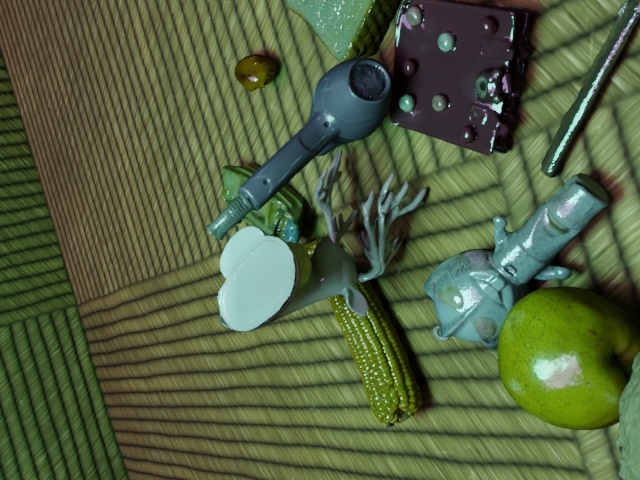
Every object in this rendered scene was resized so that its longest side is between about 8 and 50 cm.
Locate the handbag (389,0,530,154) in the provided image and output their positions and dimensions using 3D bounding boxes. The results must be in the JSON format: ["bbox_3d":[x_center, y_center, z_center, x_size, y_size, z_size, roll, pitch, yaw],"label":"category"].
[{"bbox_3d":[0.197,-0.242,0.993,0.216,0.074,0.203,30,126,43],"label":"handbag"}]

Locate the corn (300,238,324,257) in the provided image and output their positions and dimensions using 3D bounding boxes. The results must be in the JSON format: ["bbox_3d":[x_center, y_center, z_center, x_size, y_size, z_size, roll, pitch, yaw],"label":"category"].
[{"bbox_3d":[-0.036,0.047,1.384,0.207,0.068,0.068,-26,82,50],"label":"corn"}]

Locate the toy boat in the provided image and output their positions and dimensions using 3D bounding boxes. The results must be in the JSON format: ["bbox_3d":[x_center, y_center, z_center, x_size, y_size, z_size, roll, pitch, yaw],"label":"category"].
[{"bbox_3d":[-0.109,-0.072,1.425,0.276,0.084,0.111,38,133,40],"label":"toy boat"}]

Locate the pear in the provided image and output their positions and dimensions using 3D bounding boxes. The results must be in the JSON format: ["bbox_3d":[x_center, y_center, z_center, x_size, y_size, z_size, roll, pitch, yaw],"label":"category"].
[{"bbox_3d":[0.328,0.153,0.891,0.198,0.198,0.198,21,118,45],"label":"pear"}]

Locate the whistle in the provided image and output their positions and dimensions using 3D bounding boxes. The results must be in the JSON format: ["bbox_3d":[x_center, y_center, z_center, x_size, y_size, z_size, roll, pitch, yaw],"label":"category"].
[{"bbox_3d":[0.269,0.042,0.981,0.142,0.134,0.346,56,129,26],"label":"whistle"}]

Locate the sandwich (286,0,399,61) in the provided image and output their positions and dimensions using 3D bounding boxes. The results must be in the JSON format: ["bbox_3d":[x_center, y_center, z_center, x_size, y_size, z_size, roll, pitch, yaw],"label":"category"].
[{"bbox_3d":[0.034,-0.423,1.133,0.214,0.065,0.186,54,138,23],"label":"sandwich"}]

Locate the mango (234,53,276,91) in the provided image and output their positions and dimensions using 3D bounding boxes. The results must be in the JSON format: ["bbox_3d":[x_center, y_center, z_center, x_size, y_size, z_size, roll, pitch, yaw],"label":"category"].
[{"bbox_3d":[-0.134,-0.338,1.359,0.127,0.077,0.063,32,151,57],"label":"mango"}]

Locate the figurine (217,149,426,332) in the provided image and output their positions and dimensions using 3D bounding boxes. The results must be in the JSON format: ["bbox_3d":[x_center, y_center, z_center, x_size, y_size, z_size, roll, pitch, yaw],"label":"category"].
[{"bbox_3d":[0.010,0.009,1.127,0.206,0.316,0.284,23,108,32],"label":"figurine"}]

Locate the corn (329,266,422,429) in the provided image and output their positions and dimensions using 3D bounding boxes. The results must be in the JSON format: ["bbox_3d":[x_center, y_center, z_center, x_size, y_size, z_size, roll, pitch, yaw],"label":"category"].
[{"bbox_3d":[0.095,0.183,1.250,0.102,0.102,0.313,-34,75,50],"label":"corn"}]

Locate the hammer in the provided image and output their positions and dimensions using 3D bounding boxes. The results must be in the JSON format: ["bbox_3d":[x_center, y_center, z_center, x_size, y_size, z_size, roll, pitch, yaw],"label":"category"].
[{"bbox_3d":[0.350,-0.206,0.859,0.125,0.027,0.297,50,136,34],"label":"hammer"}]

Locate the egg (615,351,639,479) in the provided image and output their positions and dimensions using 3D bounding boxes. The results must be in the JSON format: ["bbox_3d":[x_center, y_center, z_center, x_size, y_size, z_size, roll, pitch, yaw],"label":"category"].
[{"bbox_3d":[0.450,0.196,0.701,0.279,0.279,0.310,-4,75,51],"label":"egg"}]

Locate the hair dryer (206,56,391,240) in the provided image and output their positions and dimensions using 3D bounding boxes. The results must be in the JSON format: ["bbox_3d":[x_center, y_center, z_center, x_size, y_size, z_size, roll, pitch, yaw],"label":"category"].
[{"bbox_3d":[-0.051,-0.130,1.095,0.121,0.361,0.301,48,161,-4],"label":"hair dryer"}]
